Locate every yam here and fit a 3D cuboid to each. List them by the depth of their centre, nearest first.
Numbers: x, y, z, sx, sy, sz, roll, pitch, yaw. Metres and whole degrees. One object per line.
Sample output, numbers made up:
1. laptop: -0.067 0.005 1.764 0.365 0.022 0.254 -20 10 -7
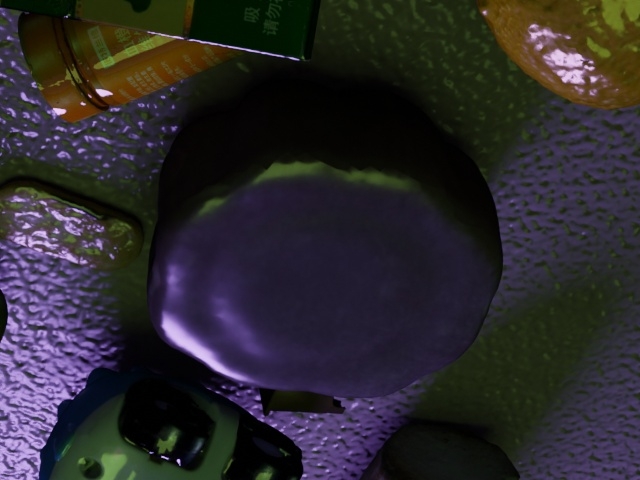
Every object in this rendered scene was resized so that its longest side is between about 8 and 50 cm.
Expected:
1. yam: 0.091 0.320 1.453 0.161 0.161 0.268 14 128 -18

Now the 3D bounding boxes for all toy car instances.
1. toy car: -0.153 0.219 1.319 0.255 0.190 0.188 27 100 -32

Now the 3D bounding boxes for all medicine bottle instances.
1. medicine bottle: -0.123 -0.167 1.044 0.192 0.096 0.096 -20 130 11

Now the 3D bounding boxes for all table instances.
1. table: -0.013 0.117 1.314 0.082 0.083 0.070 5 133 -20

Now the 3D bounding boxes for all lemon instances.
1. lemon: 0.210 -0.198 0.993 0.231 0.192 0.192 40 118 -13

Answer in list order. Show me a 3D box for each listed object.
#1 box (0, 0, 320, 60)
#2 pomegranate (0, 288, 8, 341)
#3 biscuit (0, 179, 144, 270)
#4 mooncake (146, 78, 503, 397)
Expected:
1. box: -0.111 -0.211 0.968 0.235 0.034 0.132 12 100 7
2. pomegranate: -0.333 0.085 1.206 0.122 0.161 0.122 -15 145 -11
3. biscuit: -0.227 -0.012 1.218 0.147 0.018 0.071 20 128 -24
4. mooncake: 0.000 0.000 1.166 0.306 0.154 0.306 -3 130 -3
